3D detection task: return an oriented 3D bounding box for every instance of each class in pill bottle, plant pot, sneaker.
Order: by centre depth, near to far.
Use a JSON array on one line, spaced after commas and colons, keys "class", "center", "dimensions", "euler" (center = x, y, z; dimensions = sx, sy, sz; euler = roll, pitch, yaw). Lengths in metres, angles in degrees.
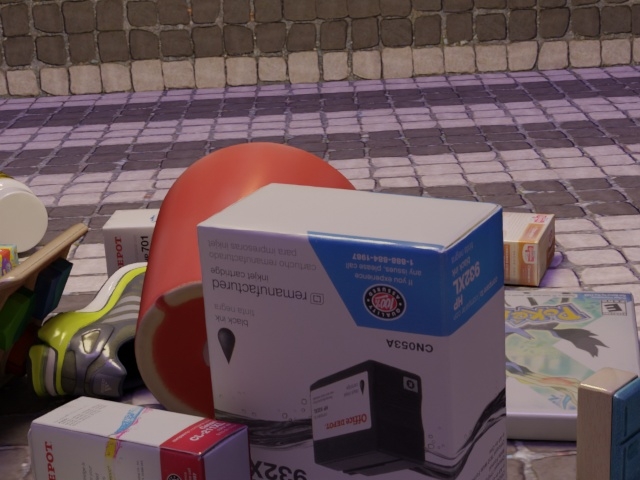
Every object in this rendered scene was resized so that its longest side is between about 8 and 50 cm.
[{"class": "plant pot", "center": [-0.080, 0.064, 1.398], "dimensions": [0.275, 0.274, 0.243], "euler": [0, 29, 10]}, {"class": "sneaker", "center": [-0.223, 0.117, 1.523], "dimensions": [0.121, 0.111, 0.300], "euler": [15, 26, 17]}, {"class": "pill bottle", "center": [-0.525, -0.050, 2.065], "dimensions": [0.119, 0.119, 0.208], "euler": [-13, 20, -31]}]

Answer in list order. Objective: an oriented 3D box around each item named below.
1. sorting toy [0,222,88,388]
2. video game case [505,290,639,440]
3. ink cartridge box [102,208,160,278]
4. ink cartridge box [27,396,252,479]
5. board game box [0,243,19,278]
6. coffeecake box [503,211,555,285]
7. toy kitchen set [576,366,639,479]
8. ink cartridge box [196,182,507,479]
[{"class": "sorting toy", "center": [-0.346, 0.117, 1.362], "dimensions": [0.041, 0.229, 0.307], "euler": [30, 21, 2]}, {"class": "video game case", "center": [0.190, 0.130, 1.432], "dimensions": [0.329, 0.036, 0.300], "euler": [1, 23, 10]}, {"class": "ink cartridge box", "center": [-0.182, 0.032, 1.693], "dimensions": [0.191, 0.139, 0.082], "euler": [-2, 19, 5]}, {"class": "ink cartridge box", "center": [-0.147, 0.208, 1.057], "dimensions": [0.175, 0.127, 0.072], "euler": [6, 17, 29]}, {"class": "board game box", "center": [-0.467, 0.109, 1.483], "dimensions": [0.142, 0.144, 0.275], "euler": [1, 18, 12]}, {"class": "coffeecake box", "center": [0.232, 0.007, 1.827], "dimensions": [0.186, 0.068, 0.142], "euler": [3, 18, 19]}, {"class": "toy kitchen set", "center": [0.357, 0.171, 1.170], "dimensions": [0.166, 0.122, 0.207], "euler": [11, 22, 39]}, {"class": "ink cartridge box", "center": [0.031, 0.122, 1.072], "dimensions": [0.223, 0.307, 0.129], "euler": [6, 21, 26]}]
